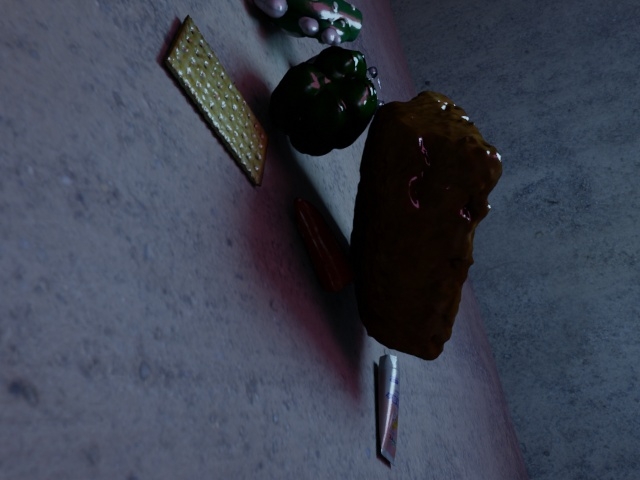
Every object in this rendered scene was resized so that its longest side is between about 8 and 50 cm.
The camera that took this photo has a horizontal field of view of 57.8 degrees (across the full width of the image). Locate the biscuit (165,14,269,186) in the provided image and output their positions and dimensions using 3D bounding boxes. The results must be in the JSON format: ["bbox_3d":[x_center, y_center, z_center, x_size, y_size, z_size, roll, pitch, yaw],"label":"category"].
[{"bbox_3d":[-0.142,-0.201,0.852,0.231,0.016,0.139,54,26,-38],"label":"biscuit"}]

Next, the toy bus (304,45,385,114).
[{"bbox_3d":[0.060,-0.350,1.350,0.317,0.138,0.113,-5,81,-71],"label":"toy bus"}]

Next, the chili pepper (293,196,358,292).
[{"bbox_3d":[-0.002,0.002,0.978,0.169,0.065,0.088,62,3,-11],"label":"chili pepper"}]

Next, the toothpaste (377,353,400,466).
[{"bbox_3d":[0.124,0.303,1.059,0.067,0.042,0.195,55,30,-43],"label":"toothpaste"}]

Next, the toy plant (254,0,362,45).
[{"bbox_3d":[-0.033,-0.474,1.184,0.243,0.113,0.232,26,33,-4],"label":"toy plant"}]

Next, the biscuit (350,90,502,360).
[{"bbox_3d":[0.152,-0.037,1.014,0.343,0.166,0.395,-91,-171,-62],"label":"biscuit"}]

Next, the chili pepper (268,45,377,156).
[{"bbox_3d":[0.004,-0.236,1.036,0.165,0.174,0.261,47,-15,-1],"label":"chili pepper"}]
